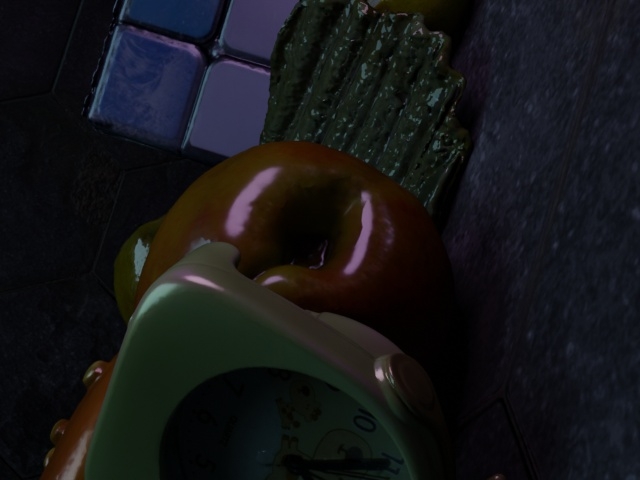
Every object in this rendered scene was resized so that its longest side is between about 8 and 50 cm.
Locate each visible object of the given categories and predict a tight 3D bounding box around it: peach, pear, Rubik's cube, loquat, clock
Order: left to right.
[{"bbox_3d":[-0.158,0.073,1.381,0.213,0.246,0.213,-30,2,1],"label":"loquat"},{"bbox_3d":[-0.121,-0.258,1.566,0.313,0.318,0.316,2,-73,-79],"label":"Rubik's cube"},{"bbox_3d":[-0.028,0.063,0.962,0.332,0.308,0.308,124,160,-66],"label":"peach"},{"bbox_3d":[-0.009,0.160,0.752,0.235,0.308,0.096,-67,-8,23],"label":"clock"},{"bbox_3d":[0.122,-0.282,1.230,0.141,0.104,0.141,-42,19,18],"label":"pear"}]

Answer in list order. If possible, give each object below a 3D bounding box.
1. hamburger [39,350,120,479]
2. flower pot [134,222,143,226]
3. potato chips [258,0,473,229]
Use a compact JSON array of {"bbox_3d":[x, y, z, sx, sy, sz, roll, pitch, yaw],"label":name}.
[{"bbox_3d":[-0.188,0.287,1.220,0.396,0.277,0.396,-155,90,-89],"label":"hamburger"},{"bbox_3d":[-0.166,0.118,1.640,0.290,0.290,0.259,-128,43,-75],"label":"flower pot"},{"bbox_3d":[0.018,-0.076,1.205,0.358,0.070,0.429,55,131,40],"label":"potato chips"}]
